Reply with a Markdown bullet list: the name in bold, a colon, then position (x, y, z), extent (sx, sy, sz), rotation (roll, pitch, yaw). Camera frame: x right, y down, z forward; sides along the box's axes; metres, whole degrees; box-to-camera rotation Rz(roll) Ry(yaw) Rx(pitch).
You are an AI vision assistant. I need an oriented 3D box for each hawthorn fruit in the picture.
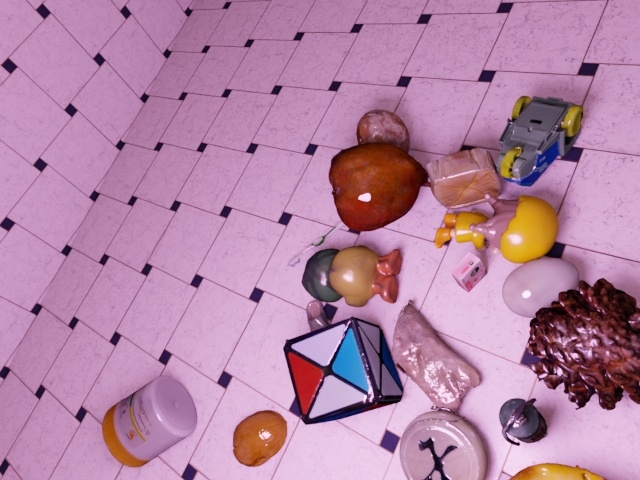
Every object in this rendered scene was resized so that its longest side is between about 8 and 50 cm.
- **hawthorn fruit**: position (0.185, -0.185, 1.637), extent (0.325, 0.308, 0.308), rotation (-15, 59, 35)

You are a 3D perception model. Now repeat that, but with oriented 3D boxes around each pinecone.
- **pinecone**: position (0.658, 0.264, 1.173), extent (0.296, 0.242, 0.298), rotation (-31, 55, 24)

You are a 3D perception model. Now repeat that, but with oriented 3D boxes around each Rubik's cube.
- **Rubik's cube**: position (0.072, 0.386, 1.423), extent (0.249, 0.246, 0.249), rotation (-25, 65, 17)

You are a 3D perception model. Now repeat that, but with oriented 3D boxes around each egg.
- **egg**: position (0.231, -0.379, 1.783), extent (0.195, 0.195, 0.233), rotation (-32, 67, 12)
- **egg**: position (0.607, 0.128, 1.328), extent (0.209, 0.151, 0.151), rotation (-28, 55, 9)

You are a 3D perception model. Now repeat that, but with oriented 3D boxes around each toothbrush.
- **toothbrush**: position (-0.001, -0.001, 1.820), extent (0.304, 0.030, 0.030), rotation (-40, 53, 6)

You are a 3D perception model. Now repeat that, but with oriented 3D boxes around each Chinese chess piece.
- **Chinese chess piece**: position (0.319, 0.565, 1.270), extent (0.238, 0.092, 0.237), rotation (-5, 80, 31)

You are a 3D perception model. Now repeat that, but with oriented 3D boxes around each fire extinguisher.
- **fire extinguisher**: position (0.482, 0.432, 1.151), extent (0.118, 0.294, 0.093), rotation (-47, 53, 2)

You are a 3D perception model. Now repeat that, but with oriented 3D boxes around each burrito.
- **burrito**: position (0.309, 0.344, 1.422), extent (0.175, 0.107, 0.347), rotation (-35, 54, -7)

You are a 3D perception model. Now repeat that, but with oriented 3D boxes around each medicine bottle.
- **medicine bottle**: position (-0.599, 0.635, 1.704), extent (0.232, 0.238, 0.237), rotation (-35, 53, 9)

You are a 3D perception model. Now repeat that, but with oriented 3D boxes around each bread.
- **bread**: position (0.465, -0.198, 1.553), extent (0.210, 0.192, 0.109), rotation (-15, 52, 26)

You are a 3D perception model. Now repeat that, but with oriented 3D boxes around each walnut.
- **walnut**: position (-0.216, 0.638, 1.578), extent (0.211, 0.087, 0.167), rotation (-36, 49, 9)

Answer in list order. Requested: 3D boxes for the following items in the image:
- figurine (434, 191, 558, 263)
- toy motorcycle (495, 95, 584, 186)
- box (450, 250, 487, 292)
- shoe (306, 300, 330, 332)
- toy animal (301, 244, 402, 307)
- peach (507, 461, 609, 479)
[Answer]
- **figurine**: position (0.525, -0.031, 1.450), extent (0.344, 0.187, 0.215), rotation (-1, 53, 37)
- **toy motorcycle**: position (0.655, -0.286, 1.500), extent (0.191, 0.200, 0.326), rotation (27, 70, 37)
- **box**: position (0.448, 0.097, 1.451), extent (0.089, 0.125, 0.043), rotation (-47, 54, 2)
- **shoe**: position (-0.012, 0.286, 1.648), extent (0.079, 0.078, 0.195), rotation (-28, 52, 15)
- **toy animal**: position (0.089, 0.110, 1.608), extent (0.339, 0.191, 0.215), rotation (-2, 65, 29)
- **peach**: position (0.573, 0.676, 1.013), extent (0.306, 0.242, 0.380), rotation (-32, 37, -14)
